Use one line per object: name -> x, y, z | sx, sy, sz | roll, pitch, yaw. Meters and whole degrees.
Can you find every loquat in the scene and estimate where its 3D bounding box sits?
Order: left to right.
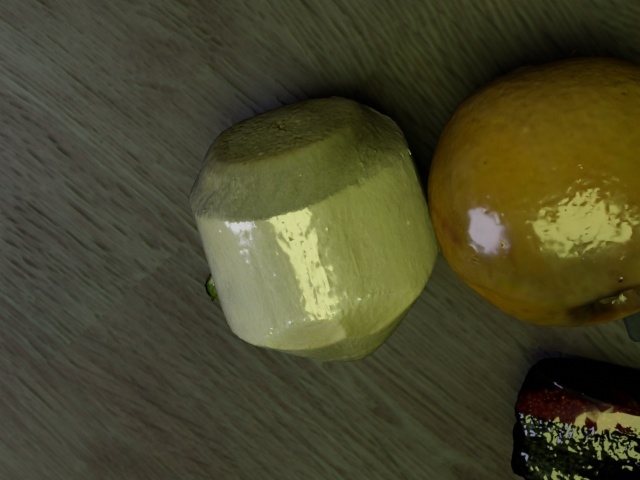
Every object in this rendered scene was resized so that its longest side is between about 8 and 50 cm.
loquat -> 0.238, -0.052, 1.284 | 0.275, 0.275, 0.274 | 3, 118, 6

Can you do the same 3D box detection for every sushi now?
sushi -> 0.321, 0.214, 1.479 | 0.225, 0.136, 0.126 | 12, 110, 7

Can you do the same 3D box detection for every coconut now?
coconut -> 0.000, 0.000, 1.354 | 0.237, 0.237, 0.265 | -8, 113, 12

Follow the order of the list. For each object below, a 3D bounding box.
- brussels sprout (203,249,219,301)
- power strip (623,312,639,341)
brussels sprout -> -0.108, 0.029, 1.491 | 0.051, 0.046, 0.083 | 21, 129, 45
power strip -> 0.435, 0.026, 1.401 | 0.257, 0.070, 0.105 | -12, 117, 16
